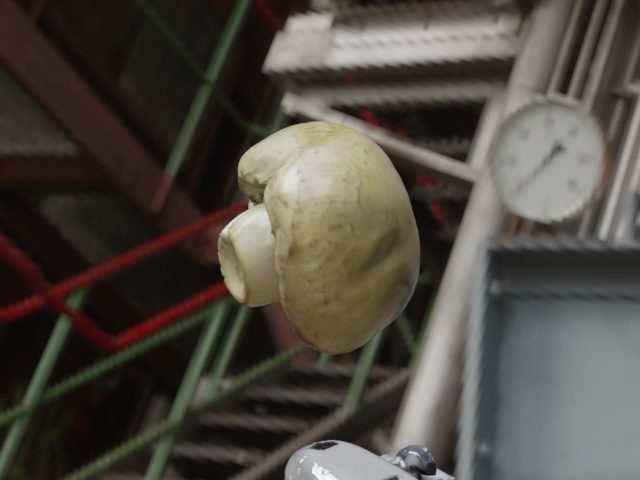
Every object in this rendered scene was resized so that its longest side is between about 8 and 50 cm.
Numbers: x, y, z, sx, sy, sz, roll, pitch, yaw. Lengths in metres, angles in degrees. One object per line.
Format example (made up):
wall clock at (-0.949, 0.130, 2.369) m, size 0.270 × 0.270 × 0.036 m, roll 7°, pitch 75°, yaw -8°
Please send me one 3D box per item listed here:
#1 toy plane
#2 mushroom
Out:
toy plane at (0.043, 0.196, 1.312) m, size 0.174 × 0.174 × 0.080 m, roll 17°, pitch -64°, yaw 7°
mushroom at (0.000, 0.000, 1.119) m, size 0.112 × 0.148 × 0.148 m, roll -16°, pitch -23°, yaw -16°
